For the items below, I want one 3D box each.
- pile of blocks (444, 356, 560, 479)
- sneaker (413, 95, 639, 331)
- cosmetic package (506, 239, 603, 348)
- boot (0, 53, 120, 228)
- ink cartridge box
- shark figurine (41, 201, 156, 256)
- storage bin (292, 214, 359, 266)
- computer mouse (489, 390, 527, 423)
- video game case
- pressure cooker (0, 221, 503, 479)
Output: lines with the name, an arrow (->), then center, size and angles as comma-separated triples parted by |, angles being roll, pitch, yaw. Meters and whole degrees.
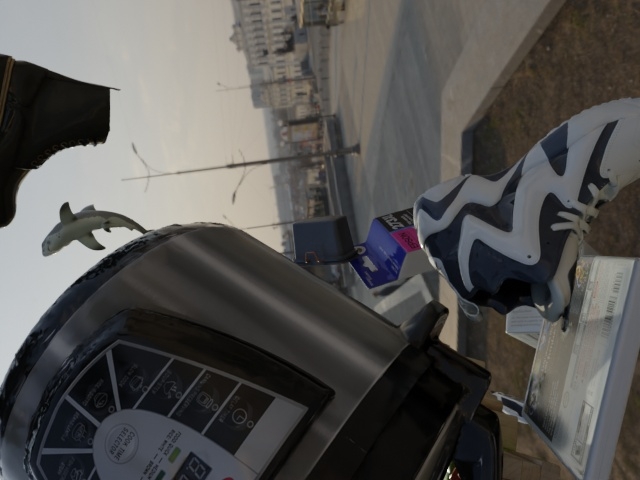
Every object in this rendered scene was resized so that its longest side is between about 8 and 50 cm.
pile of blocks -> 0.179, 0.263, 0.660 | 0.362, 0.112, 0.149 | -80, 5, -79
sneaker -> 0.202, -0.008, 0.402 | 0.094, 0.235, 0.153 | 51, -157, -53
cosmetic package -> 0.480, 0.115, 0.991 | 0.151, 0.151, 0.184 | -12, 58, 48
boot -> -0.318, -0.102, 0.582 | 0.077, 0.137, 0.198 | 37, 117, 59
ink cartridge box -> 0.237, -0.015, 1.028 | 0.176, 0.370, 0.069 | -123, 17, -60
shark figurine -> -0.539, -0.048, 1.230 | 0.116, 0.278, 0.166 | -121, 36, -49
storage bin -> 0.000, 0.000, 1.024 | 0.098, 0.135, 0.091 | -26, -72, -56
computer mouse -> 0.392, 0.349, 1.052 | 0.193, 0.106, 0.042 | 12, 84, 45
video game case -> 0.247, 0.108, 0.475 | 0.173, 0.022, 0.190 | 5, -83, -84
pressure cooker -> -0.044, 0.214, 0.504 | 0.375, 0.420, 0.370 | -37, -30, -44
